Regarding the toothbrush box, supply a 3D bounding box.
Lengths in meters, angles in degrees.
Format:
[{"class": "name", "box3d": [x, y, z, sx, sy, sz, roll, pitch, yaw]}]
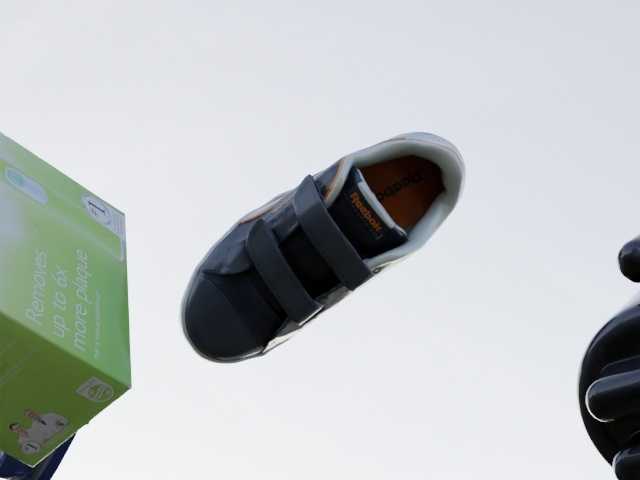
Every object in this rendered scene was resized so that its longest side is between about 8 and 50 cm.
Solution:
[{"class": "toothbrush box", "box3d": [-0.285, 0.008, 1.135, 0.122, 0.206, 0.283, -40, -55, 23]}]

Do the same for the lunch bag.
[{"class": "lunch bag", "box3d": [-0.262, 0.174, 1.393, 0.065, 0.067, 0.098, 20, -69, -34]}]

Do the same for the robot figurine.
[{"class": "robot figurine", "box3d": [0.314, 0.111, 1.260, 0.173, 0.278, 0.209, 22, -66, 22]}]

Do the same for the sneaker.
[{"class": "sneaker", "box3d": [0.000, 0.000, 1.443, 0.126, 0.321, 0.127, 52, -6, -5]}]
